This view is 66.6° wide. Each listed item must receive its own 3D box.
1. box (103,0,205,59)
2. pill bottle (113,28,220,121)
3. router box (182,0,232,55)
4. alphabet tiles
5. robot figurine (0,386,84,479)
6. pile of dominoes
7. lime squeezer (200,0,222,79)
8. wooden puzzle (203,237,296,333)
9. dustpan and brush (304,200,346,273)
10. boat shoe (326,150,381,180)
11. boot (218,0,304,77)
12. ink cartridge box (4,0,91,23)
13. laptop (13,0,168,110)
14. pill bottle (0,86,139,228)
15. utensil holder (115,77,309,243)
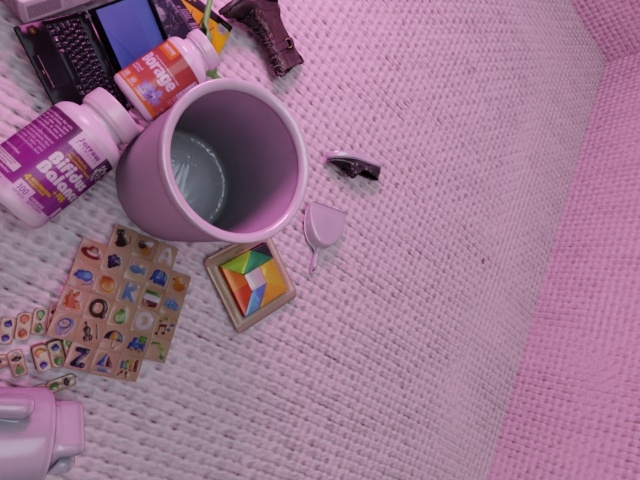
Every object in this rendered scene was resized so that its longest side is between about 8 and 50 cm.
[{"bbox_3d":[-0.394,-0.516,1.165,0.158,0.156,0.093,55,16,-21],"label":"box"},{"bbox_3d":[-0.338,-0.375,1.093,0.216,0.121,0.121,-40,112,-10],"label":"pill bottle"},{"bbox_3d":[-0.338,-0.564,1.284,0.179,0.046,0.133,31,71,-33],"label":"router box"},{"bbox_3d":[-0.465,0.149,1.161,0.285,0.011,0.343,27,68,-38],"label":"alphabet tiles"},{"bbox_3d":[-0.645,0.380,0.917,0.353,0.200,0.300,14,122,-38],"label":"robot figurine"},{"bbox_3d":[-0.651,0.258,1.031,0.251,0.040,0.196,-15,98,-36],"label":"pile of dominoes"},{"bbox_3d":[-0.275,-0.496,1.256,0.110,0.059,0.310,-18,116,-19],"label":"lime squeezer"},{"bbox_3d":[-0.187,0.110,1.373,0.221,0.044,0.239,-31,106,-33],"label":"wooden puzzle"},{"bbox_3d":[0.000,0.000,1.515,0.147,0.060,0.211,17,71,-33],"label":"dustpan and brush"},{"bbox_3d":[0.111,-0.238,1.589,0.228,0.080,0.076,7,83,-43],"label":"boat shoe"},{"bbox_3d":[-0.151,-0.577,1.379,0.263,0.091,0.229,-40,113,-47],"label":"boot"},{"bbox_3d":[-0.604,-0.643,1.083,0.261,0.066,0.296,48,59,4],"label":"ink cartridge box"},{"bbox_3d":[-0.479,-0.402,1.095,0.264,0.136,0.234,-39,121,-39],"label":"laptop"},{"bbox_3d":[-0.540,-0.181,1.024,0.301,0.169,0.169,-47,115,-17],"label":"pill bottle"},{"bbox_3d":[-0.263,-0.152,1.117,0.327,0.385,0.328,2,87,-35],"label":"utensil holder"}]
